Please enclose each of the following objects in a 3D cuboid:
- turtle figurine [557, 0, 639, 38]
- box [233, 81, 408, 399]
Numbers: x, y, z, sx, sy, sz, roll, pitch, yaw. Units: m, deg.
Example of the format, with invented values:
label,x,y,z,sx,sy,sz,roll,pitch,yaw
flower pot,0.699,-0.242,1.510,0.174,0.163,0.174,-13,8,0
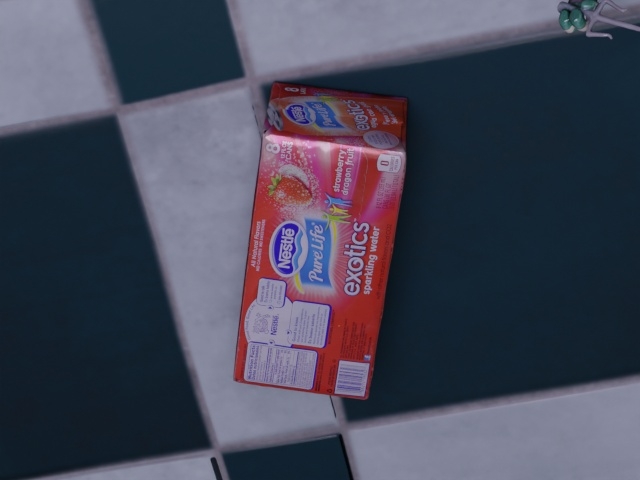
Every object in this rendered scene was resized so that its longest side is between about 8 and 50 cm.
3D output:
label,x,y,z,sx,sy,sz,roll,pitch,yaw
turtle figurine,0.248,-0.249,1.600,0.234,0.118,0.175,36,100,2
box,0.000,0.000,1.738,0.128,0.123,0.257,7,118,-1
